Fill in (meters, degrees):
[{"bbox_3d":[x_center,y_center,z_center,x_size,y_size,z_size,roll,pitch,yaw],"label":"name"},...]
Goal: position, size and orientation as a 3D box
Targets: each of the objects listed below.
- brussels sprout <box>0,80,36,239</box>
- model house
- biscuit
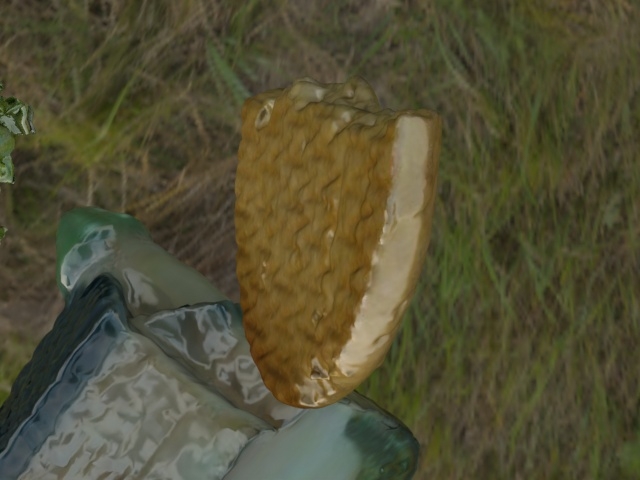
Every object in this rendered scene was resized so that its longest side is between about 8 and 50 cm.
[{"bbox_3d":[-0.140,-0.026,0.542,0.058,0.085,0.085,36,119,2],"label":"brussels sprout"},{"bbox_3d":[-0.139,0.150,0.939,0.284,0.243,0.298,37,93,26],"label":"model house"},{"bbox_3d":[0.001,0.000,0.637,0.033,0.224,0.144,5,94,-17],"label":"biscuit"}]
